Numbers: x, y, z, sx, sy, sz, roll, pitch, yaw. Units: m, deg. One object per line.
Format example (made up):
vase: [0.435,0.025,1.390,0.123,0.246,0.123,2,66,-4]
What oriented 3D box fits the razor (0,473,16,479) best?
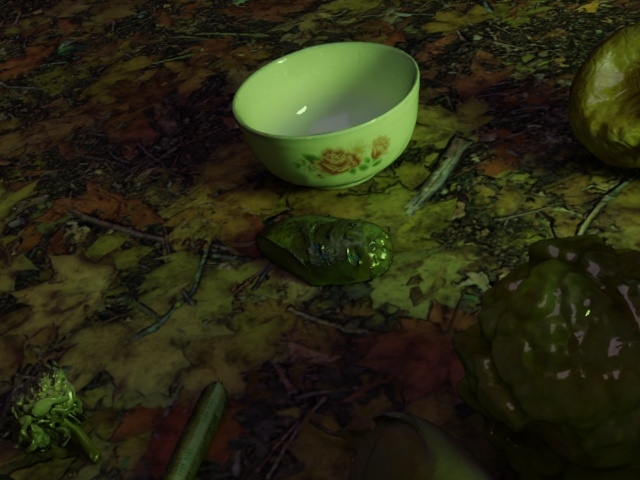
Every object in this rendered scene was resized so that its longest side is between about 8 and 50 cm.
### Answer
razor: [-0.267,0.344,0.736,0.189,0.107,0.326,-35,40,-25]

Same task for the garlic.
garlic: [0.067,0.240,0.748,0.196,0.151,0.339,-23,35,15]

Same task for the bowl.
bowl: [0.019,-0.170,1.288,0.276,0.145,0.277,-10,35,7]

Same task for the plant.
plant: [-0.288,0.195,0.967,0.104,0.122,0.116,-52,9,8]

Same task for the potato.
potato: [0.000,0.000,1.149,0.197,0.054,0.119,16,49,34]

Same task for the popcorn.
popcorn: [0.238,0.122,0.793,0.212,0.259,0.259,-25,30,29]

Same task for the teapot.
teapot: [0.446,-0.166,1.150,0.203,0.167,0.311,-25,48,32]

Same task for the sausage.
sausage: [-0.146,0.242,0.892,0.032,0.033,0.269,1,39,19]
